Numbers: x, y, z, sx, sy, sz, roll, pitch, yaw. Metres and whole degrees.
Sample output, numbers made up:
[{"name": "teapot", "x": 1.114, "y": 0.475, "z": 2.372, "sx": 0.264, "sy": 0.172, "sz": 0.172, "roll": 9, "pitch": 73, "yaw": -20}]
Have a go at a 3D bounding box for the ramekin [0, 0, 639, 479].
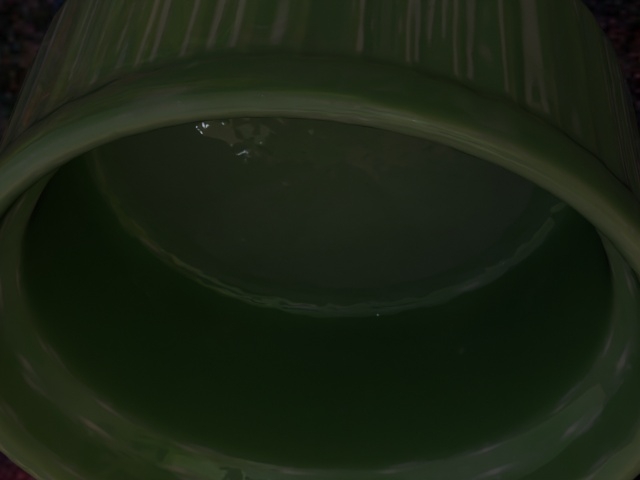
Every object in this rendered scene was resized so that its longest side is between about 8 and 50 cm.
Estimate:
[{"name": "ramekin", "x": 0.000, "y": 0.000, "z": 0.678, "sx": 0.303, "sy": 0.303, "sz": 0.148, "roll": -45, "pitch": 28, "yaw": 42}]
